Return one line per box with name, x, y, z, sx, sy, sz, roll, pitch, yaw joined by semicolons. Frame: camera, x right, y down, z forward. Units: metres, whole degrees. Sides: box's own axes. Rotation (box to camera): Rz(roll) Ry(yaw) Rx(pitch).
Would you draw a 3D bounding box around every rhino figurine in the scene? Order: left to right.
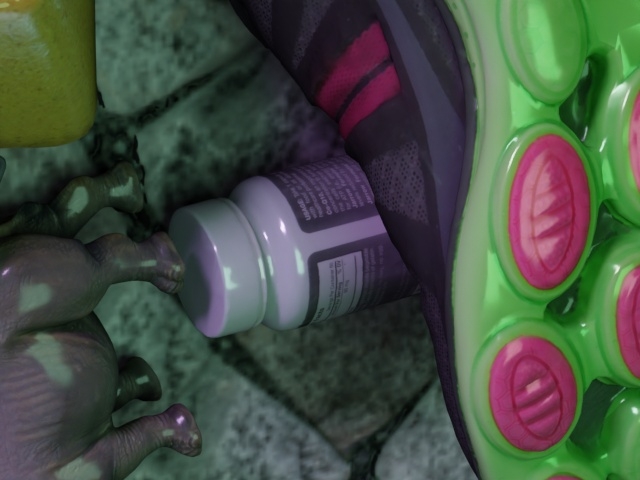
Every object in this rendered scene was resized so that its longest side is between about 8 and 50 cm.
rhino figurine;-0.117;0.091;0.920;0.106;0.073;0.243;-17;116;-28

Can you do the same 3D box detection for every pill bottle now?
pill bottle;0.000;0.000;0.951;0.137;0.078;0.078;-14;113;-25

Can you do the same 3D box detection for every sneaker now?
sneaker;0.070;-0.096;0.861;0.185;0.202;0.483;-20;104;-19

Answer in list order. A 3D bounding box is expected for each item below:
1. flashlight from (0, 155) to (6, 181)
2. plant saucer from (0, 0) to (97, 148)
flashlight;-0.232;0.086;0.814;0.103;0.103;0.304;25;87;-41
plant saucer;-0.224;-0.201;0.708;0.332;0.081;0.333;-2;91;-29
